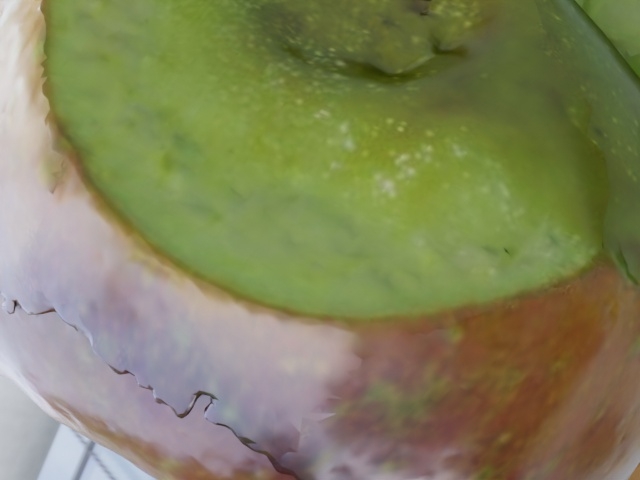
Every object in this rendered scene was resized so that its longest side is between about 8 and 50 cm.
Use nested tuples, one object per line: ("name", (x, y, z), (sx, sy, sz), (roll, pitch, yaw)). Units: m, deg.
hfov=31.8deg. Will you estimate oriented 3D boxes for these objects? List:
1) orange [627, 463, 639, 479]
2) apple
("orange", (0.122, 0.198, 0.991), (0.423, 0.424, 0.326), (14, -141, -31))
("apple", (0.016, -0.040, 0.518), (0.374, 0.375, 0.384), (13, -177, -35))
